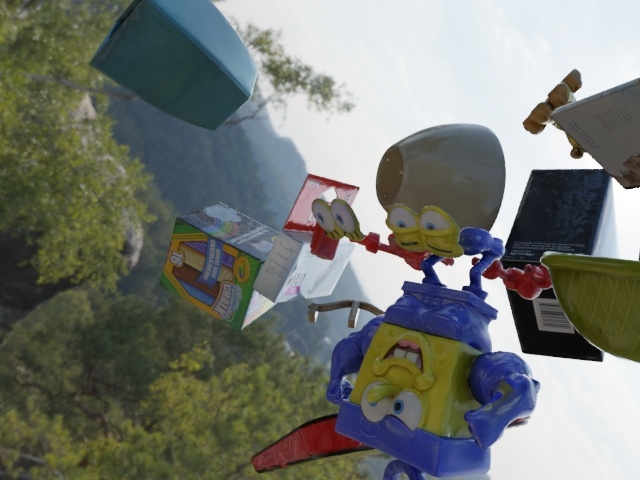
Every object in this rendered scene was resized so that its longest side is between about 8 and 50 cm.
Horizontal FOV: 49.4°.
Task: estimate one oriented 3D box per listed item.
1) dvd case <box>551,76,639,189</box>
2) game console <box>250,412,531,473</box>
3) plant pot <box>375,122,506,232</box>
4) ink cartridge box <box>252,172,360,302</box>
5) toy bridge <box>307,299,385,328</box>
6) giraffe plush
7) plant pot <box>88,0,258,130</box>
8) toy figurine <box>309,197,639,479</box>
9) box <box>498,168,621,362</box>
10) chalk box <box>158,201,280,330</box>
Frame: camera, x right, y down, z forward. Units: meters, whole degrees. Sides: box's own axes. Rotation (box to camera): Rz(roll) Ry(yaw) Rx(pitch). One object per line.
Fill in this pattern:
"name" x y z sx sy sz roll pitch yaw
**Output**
"dvd case" 0.463 -0.149 0.992 0.180 0.022 0.253 42 -11 -9
"game console" 0.111 0.313 1.132 0.342 0.387 0.060 136 -51 -59
"plant pot" 0.230 -0.122 1.477 0.284 0.191 0.284 -173 -90 -68
"ink cartridge box" 0.000 0.000 1.368 0.060 0.238 0.275 32 11 21
"toy bridge" 0.067 0.146 1.386 0.063 0.188 0.026 -70 165 -50
"giraffe plush" 0.626 -0.298 1.735 0.170 0.181 0.210 45 12 8
"plant pot" -0.231 -0.314 1.191 0.234 0.165 0.165 38 34 -25
"toy figurine" 0.121 0.107 0.523 0.191 0.217 0.363 23 -9 -41
"box" 0.524 0.047 1.481 0.294 0.183 0.296 -61 140 -38
"chalk box" -0.178 0.066 1.548 0.289 0.179 0.180 28 24 17
